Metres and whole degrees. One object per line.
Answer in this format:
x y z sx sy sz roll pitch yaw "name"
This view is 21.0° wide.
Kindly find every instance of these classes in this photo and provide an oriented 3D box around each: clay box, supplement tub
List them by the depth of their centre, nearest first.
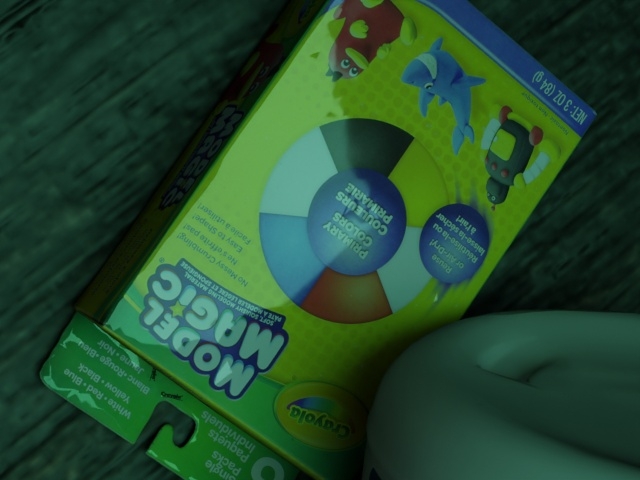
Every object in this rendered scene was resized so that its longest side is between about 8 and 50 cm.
0.113 0.205 0.660 0.228 0.228 0.316 1 106 -22 "supplement tub"
0.000 0.000 0.699 0.127 0.053 0.222 37 81 -22 "clay box"
